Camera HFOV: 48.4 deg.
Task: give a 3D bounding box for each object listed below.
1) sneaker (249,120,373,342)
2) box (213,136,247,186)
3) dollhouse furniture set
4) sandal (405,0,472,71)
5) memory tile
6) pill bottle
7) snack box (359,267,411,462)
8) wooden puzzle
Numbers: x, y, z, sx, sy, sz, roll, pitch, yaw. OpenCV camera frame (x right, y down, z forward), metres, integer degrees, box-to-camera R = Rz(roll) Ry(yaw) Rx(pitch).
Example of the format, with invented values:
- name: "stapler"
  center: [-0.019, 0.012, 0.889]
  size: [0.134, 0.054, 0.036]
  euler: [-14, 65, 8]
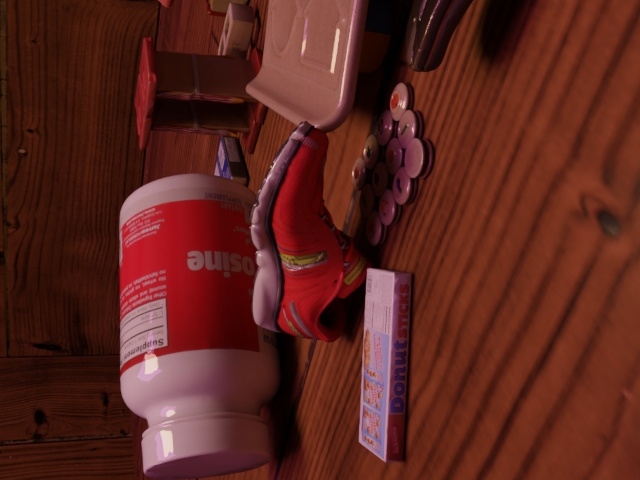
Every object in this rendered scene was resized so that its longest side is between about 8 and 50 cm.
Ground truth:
- name: "sneaker"
  center: [0.000, 0.000, 0.736]
  size: [0.279, 0.118, 0.107]
  euler: [93, -160, -45]
- name: "box"
  center: [-0.185, -0.070, 1.366]
  size: [0.136, 0.036, 0.225]
  euler: [-110, 30, -46]
- name: "dollhouse furniture set"
  center: [-0.220, -0.340, 1.249]
  size: [0.152, 0.201, 0.374]
  euler: [118, 147, -50]
- name: "sandal"
  center: [0.123, -0.210, 0.493]
  size: [0.090, 0.060, 0.219]
  euler: [-87, 16, -52]
- name: "memory tile"
  center: [0.067, -0.073, 0.711]
  size: [0.148, 0.012, 0.113]
  euler: [118, 147, -50]
- name: "pill bottle"
  center: [-0.179, 0.126, 1.051]
  size: [0.229, 0.229, 0.408]
  euler: [125, 142, -56]
- name: "snack box"
  center: [0.062, 0.118, 0.692]
  size: [0.064, 0.022, 0.178]
  euler: [-174, 86, -69]
- name: "wooden puzzle"
  center: [0.014, -0.311, 0.799]
  size: [0.322, 0.080, 0.348]
  euler: [-134, 54, -63]
